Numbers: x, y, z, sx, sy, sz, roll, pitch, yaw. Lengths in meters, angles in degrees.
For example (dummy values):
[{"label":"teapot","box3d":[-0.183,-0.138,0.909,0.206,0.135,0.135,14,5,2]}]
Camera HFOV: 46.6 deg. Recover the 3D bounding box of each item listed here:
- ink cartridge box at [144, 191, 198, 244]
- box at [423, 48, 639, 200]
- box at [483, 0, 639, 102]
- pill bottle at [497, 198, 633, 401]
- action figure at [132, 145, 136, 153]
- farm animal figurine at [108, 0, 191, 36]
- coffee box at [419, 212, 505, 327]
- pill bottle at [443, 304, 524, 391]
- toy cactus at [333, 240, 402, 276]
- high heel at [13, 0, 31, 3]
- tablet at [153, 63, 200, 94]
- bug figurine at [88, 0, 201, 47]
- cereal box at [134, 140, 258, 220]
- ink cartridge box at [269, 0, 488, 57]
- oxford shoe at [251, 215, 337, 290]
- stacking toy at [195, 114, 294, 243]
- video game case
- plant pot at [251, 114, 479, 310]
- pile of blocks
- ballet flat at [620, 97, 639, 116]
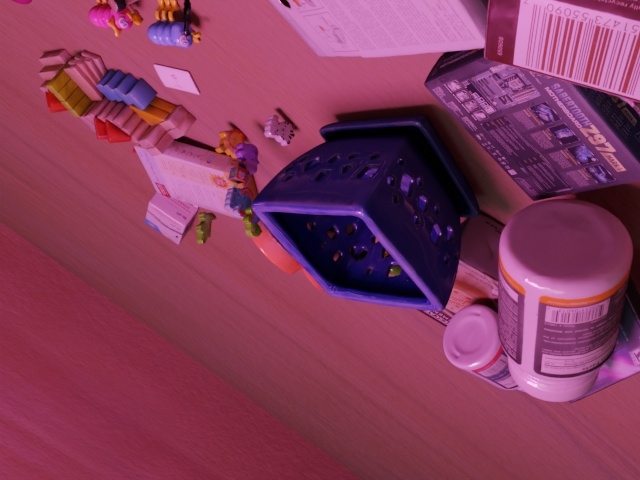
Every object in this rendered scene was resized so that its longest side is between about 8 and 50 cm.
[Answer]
[{"label":"ink cartridge box","box3d":[-0.356,-0.067,1.774,0.104,0.060,0.180,34,156,-4]},{"label":"box","box3d":[0.264,-0.152,0.889,0.232,0.059,0.183,41,157,-20]},{"label":"box","box3d":[0.243,-0.242,0.571,0.168,0.203,0.167,21,153,21]},{"label":"pill bottle","box3d":[0.324,0.091,1.011,0.162,0.162,0.279,18,144,27]},{"label":"action figure","box3d":[-0.350,-0.197,1.562,0.115,0.030,0.038,-3,144,45]},{"label":"farm animal figurine","box3d":[-0.163,-0.415,0.676,0.327,0.172,0.330,56,154,18]},{"label":"coffee box","box3d":[0.254,0.065,1.261,0.141,0.098,0.246,30,156,0]},{"label":"pill bottle","box3d":[0.294,0.183,1.213,0.180,0.108,0.108,30,161,-37]},{"label":"toy cactus","box3d":[0.079,0.044,1.298,0.219,0.180,0.112,-113,15,-72]},{"label":"high heel","box3d":[-0.652,-0.486,1.184,0.377,0.181,0.127,42,154,-21]},{"label":"tablet","box3d":[-0.254,-0.284,1.312,0.083,0.006,0.054,18,152,27]},{"label":"bug figurine","box3d":[-0.305,-0.384,1.104,0.216,0.072,0.279,13,150,36]},{"label":"cereal box","box3d":[-0.247,-0.127,1.524,0.240,0.047,0.173,18,153,15]},{"label":"ink cartridge box","box3d":[0.013,-0.347,0.834,0.308,0.091,0.385,45,170,-27]},{"label":"oxford shoe","box3d":[0.000,0.000,1.375,0.130,0.132,0.363,52,-171,18]},{"label":"stacking toy","box3d":[-0.131,-0.101,1.269,0.052,0.221,0.167,22,163,-36]},{"label":"video game case","box3d":[0.408,0.126,1.138,0.274,0.026,0.196,109,145,-65]},{"label":"plant pot","box3d":[0.083,-0.052,1.105,0.235,0.212,0.236,5,144,46]},{"label":"pile of blocks","box3d":[-0.420,-0.260,1.422,0.362,0.113,0.149,21,154,21]},{"label":"ballet flat","box3d":[0.351,-0.160,0.772,0.221,0.077,0.079,39,135,-15]}]
